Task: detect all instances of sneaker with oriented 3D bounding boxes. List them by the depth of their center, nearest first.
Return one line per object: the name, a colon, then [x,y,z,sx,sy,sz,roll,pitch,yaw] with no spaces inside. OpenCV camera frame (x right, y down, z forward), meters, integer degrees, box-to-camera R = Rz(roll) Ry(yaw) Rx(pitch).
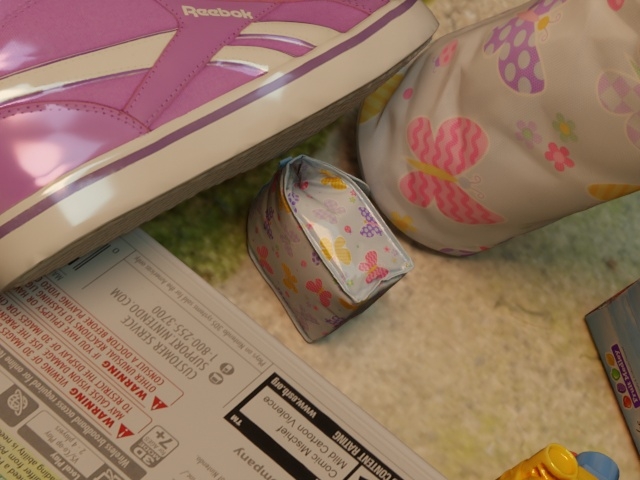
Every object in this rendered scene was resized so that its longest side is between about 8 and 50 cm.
sneaker: [-0.069,-0.105,0.689,0.282,0.102,0.161,-29,86,-40]

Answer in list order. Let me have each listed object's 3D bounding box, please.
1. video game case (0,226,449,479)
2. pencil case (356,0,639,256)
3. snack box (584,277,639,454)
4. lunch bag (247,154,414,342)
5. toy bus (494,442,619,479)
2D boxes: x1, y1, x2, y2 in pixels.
video game case: [-0.144,0.098,0.604,0.329,0.036,0.300,38,47,14]
pencil case: [0.131,-0.079,0.737,0.113,0.273,0.124,-24,89,-36]
snack box: [0.277,0.092,0.841,0.207,0.070,0.174,-10,71,-26]
lunch bag: [0.000,0.000,0.762,0.053,0.071,0.083,-32,82,-30]
toy bus: [0.137,0.202,0.703,0.220,0.149,0.211,39,42,-5]
